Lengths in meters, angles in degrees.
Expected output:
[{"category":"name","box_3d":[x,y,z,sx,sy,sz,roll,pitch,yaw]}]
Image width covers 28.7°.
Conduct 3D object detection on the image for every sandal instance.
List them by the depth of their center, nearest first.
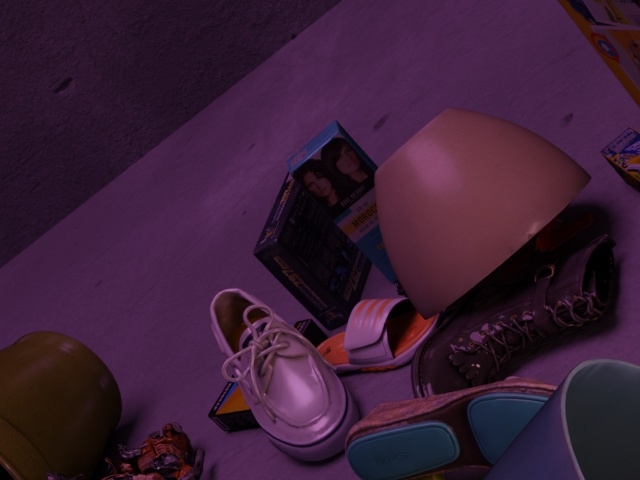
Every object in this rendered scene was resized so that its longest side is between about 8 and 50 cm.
[{"category":"sandal","box_3d":[0.057,0.133,1.777,0.265,0.076,0.102,-21,30,45]}]

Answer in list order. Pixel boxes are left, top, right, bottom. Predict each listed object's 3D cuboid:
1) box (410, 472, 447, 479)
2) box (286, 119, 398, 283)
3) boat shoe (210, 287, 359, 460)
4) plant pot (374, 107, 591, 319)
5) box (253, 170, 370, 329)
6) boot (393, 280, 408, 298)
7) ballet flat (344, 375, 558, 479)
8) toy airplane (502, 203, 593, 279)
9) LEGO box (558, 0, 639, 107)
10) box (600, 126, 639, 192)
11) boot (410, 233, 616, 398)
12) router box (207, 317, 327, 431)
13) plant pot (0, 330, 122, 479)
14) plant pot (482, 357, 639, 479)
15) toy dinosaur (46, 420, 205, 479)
[{"category":"box","box_3d":[0.072,0.332,1.418,0.178,0.042,0.109,-40,20,8]},{"category":"box","box_3d":[0.066,-0.057,1.886,0.100,0.244,0.060,-40,21,10]},{"category":"boat shoe","box_3d":[-0.071,0.162,1.767,0.136,0.156,0.367,-35,33,-4]},{"category":"plant pot","box_3d":[0.181,-0.060,1.630,0.284,0.191,0.284,-40,-3,-2]},{"category":"box","box_3d":[0.000,0.000,1.985,0.059,0.183,0.232,-29,26,35]},{"category":"boot","box_3d":[0.156,0.035,1.830,0.121,0.045,0.099,-47,18,12]},{"category":"ballet flat","box_3d":[0.175,0.195,1.374,0.316,0.107,0.106,-10,17,28]},{"category":"toy airplane","box_3d":[0.295,-0.008,1.627,0.151,0.028,0.151,-39,5,4]},{"category":"LEGO box","box_3d":[0.425,-0.278,1.300,0.193,0.500,0.372,-46,20,-7]},{"category":"box","box_3d":[0.416,-0.086,1.567,0.054,0.059,0.169,-42,21,7]},{"category":"boot","box_3d":[0.236,0.104,1.490,0.229,0.091,0.263,-25,25,41]},{"category":"router box","box_3d":[-0.081,0.207,1.928,0.133,0.046,0.179,-17,34,48]},{"category":"plant pot","box_3d":[-0.520,0.341,2.120,0.366,0.366,0.353,-28,14,36]},{"category":"plant pot","box_3d":[0.220,0.275,0.947,0.235,0.293,0.293,-51,15,29]},{"category":"toy dinosaur","box_3d":[-0.276,0.381,1.831,0.218,0.164,0.322,-21,5,13]}]
